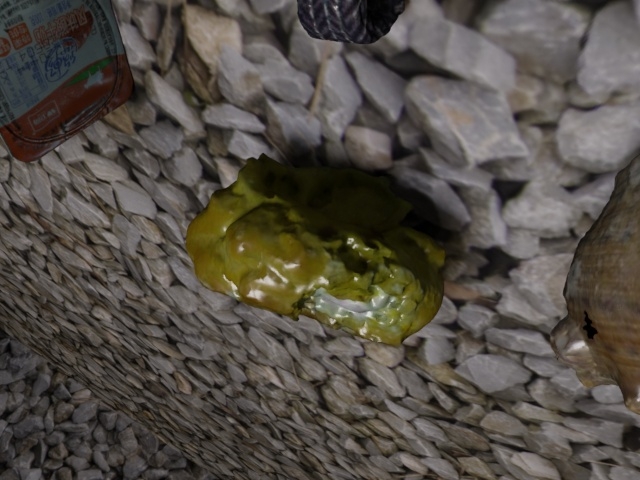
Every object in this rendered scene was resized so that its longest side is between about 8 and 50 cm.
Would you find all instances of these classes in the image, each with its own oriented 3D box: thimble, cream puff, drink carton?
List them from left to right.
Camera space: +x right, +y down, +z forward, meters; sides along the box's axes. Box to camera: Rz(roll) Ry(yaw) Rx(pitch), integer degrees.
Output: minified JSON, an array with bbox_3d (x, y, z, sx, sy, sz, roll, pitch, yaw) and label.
[{"bbox_3d":[-0.362,-0.238,0.663,0.189,0.185,0.191,31,147,24],"label":"drink carton"},{"bbox_3d":[0.002,0.000,0.618,0.281,0.185,0.282,19,171,3],"label":"cream puff"},{"bbox_3d":[0.023,-0.208,0.439,0.066,0.095,0.104,19,156,24],"label":"thimble"}]

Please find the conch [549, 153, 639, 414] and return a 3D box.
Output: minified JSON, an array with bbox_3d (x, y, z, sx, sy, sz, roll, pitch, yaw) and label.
[{"bbox_3d":[0.289,0.032,0.370,0.352,0.210,0.297,56,161,-25],"label":"conch"}]
